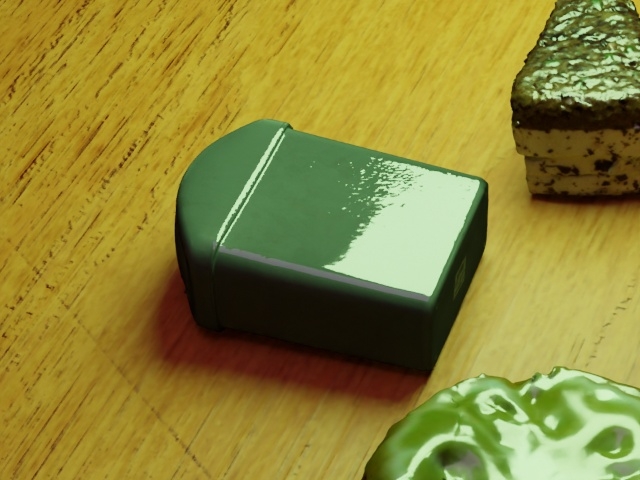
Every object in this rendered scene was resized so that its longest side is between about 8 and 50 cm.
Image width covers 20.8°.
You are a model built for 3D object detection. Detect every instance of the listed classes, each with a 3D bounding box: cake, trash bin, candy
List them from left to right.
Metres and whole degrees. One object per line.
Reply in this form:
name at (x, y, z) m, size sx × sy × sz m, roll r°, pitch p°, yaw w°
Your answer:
trash bin at (0.000, 0.000, 1.380) m, size 0.236 × 0.101 × 0.177 m, roll 13°, pitch 45°, yaw 16°
candy at (0.150, 0.191, 1.149) m, size 0.259 × 0.118 × 0.260 m, roll -2°, pitch 42°, yaw 1°
cake at (0.213, -0.147, 1.501) m, size 0.135 × 0.112 × 0.246 m, roll -10°, pitch 44°, yaw -1°
